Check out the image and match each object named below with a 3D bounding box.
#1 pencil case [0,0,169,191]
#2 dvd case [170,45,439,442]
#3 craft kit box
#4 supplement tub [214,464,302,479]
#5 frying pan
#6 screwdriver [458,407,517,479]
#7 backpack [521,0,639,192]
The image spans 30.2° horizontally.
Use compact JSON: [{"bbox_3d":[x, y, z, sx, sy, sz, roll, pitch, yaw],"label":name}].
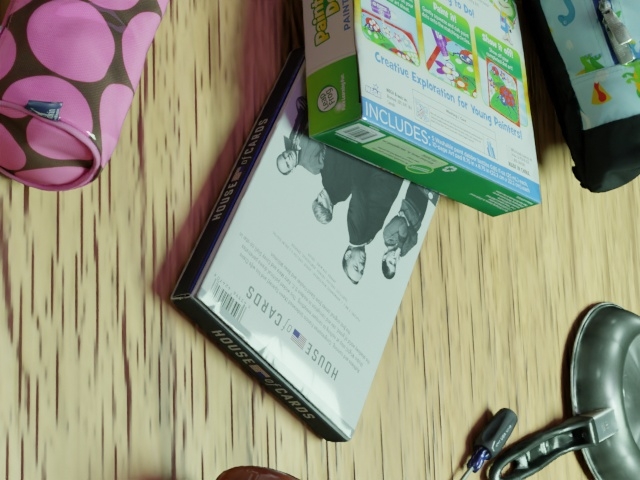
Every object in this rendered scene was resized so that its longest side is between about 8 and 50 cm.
[{"bbox_3d":[-0.143,-0.138,0.705,0.098,0.095,0.209,28,58,-23],"label":"pencil case"},{"bbox_3d":[0.000,0.000,0.873,0.179,0.029,0.238,46,51,-31],"label":"dvd case"},{"bbox_3d":[0.082,-0.166,0.959,0.250,0.061,0.246,20,63,-47],"label":"craft kit box"},{"bbox_3d":[-0.060,0.236,0.693,0.106,0.106,0.198,54,46,-25],"label":"supplement tub"},{"bbox_3d":[0.264,0.143,1.123,0.326,0.053,0.197,19,67,-48],"label":"frying pan"},{"bbox_3d":[0.116,0.197,0.967,0.170,0.024,0.025,-47,145,-36],"label":"screwdriver"},{"bbox_3d":[0.291,-0.261,1.112,0.355,0.273,0.290,61,30,2],"label":"backpack"}]
